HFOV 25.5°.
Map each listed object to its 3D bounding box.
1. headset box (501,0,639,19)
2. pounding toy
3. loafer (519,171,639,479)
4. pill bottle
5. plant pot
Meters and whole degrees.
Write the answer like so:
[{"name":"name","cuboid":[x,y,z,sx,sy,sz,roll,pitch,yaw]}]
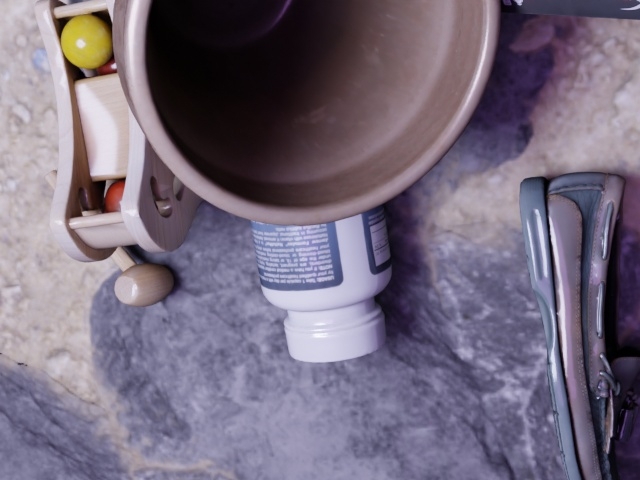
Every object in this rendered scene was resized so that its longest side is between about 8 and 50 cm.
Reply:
[{"name":"headset box","cuboid":[0.146,-0.299,0.911,0.218,0.110,0.293,18,135,55]},{"name":"pounding toy","cuboid":[-0.190,-0.062,1.145,0.155,0.154,0.269,-8,101,18]},{"name":"loafer","cuboid":[0.214,0.078,1.096,0.084,0.096,0.267,-10,99,13]},{"name":"pill bottle","cuboid":[0.000,0.000,1.129,0.108,0.108,0.180,-5,102,18]},{"name":"plant pot","cuboid":[-0.040,-0.168,1.011,0.263,0.229,0.263,-9,115,-20]}]
